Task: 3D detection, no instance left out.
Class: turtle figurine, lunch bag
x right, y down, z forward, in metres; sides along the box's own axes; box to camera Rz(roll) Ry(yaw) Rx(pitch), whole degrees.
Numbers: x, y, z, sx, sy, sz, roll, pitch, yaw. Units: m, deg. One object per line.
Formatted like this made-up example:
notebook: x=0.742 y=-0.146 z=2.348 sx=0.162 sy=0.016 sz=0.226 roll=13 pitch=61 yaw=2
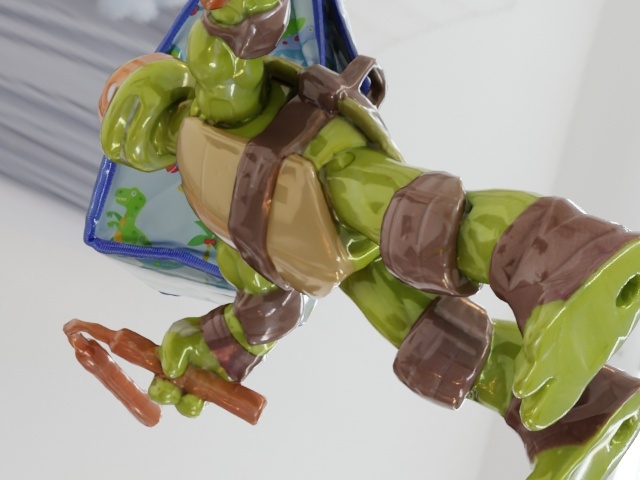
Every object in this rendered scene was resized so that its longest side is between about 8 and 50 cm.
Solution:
turtle figurine: x=0.000 y=0.000 z=0.472 sx=0.087 sy=0.217 sz=0.270 roll=-34 pitch=143 yaw=-35
lunch bag: x=-0.024 y=-0.049 z=0.613 sx=0.129 sy=0.096 sz=0.151 roll=72 pitch=32 yaw=-80
